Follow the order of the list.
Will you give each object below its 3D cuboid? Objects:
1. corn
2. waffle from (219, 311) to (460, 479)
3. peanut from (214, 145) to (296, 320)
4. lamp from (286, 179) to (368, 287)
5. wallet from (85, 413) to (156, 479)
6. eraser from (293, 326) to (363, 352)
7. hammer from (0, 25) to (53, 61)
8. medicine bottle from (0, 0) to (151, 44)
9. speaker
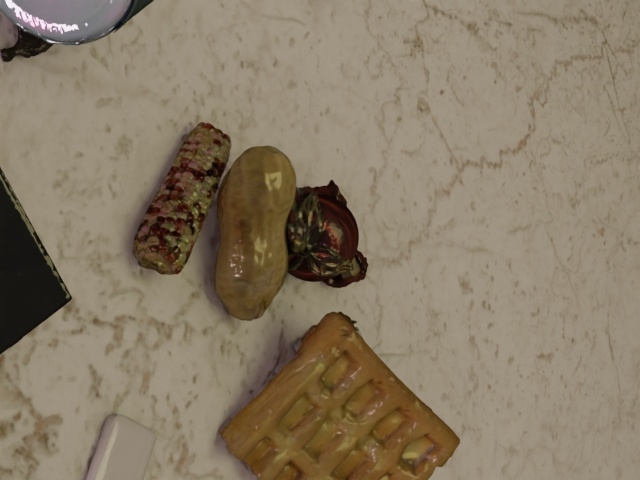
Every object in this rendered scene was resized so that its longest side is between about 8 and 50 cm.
[{"bbox_3d":[-0.208,-0.069,1.862,0.092,0.092,0.280,44,54,-35],"label":"corn"},{"bbox_3d":[0.040,0.330,1.984,0.304,0.077,0.348,-45,113,-6],"label":"waffle"},{"bbox_3d":[-0.109,-0.011,1.910,0.130,0.130,0.290,-9,110,-47],"label":"peanut"},{"bbox_3d":[0.008,0.000,2.046,0.223,0.151,0.215,-31,112,-47],"label":"lamp"},{"bbox_3d":[-0.303,0.353,1.753,0.095,0.033,0.190,37,59,-36],"label":"wallet"},{"bbox_3d":[0.049,0.253,2.078,0.068,0.124,0.210,-42,115,-41],"label":"eraser"},{"bbox_3d":[-0.452,-0.405,1.687,0.125,0.027,0.297,-32,108,-44],"label":"hammer"},{"bbox_3d":[-0.306,-0.427,1.660,0.245,0.245,0.290,66,26,-18],"label":"medicine bottle"},{"bbox_3d":[-0.473,0.028,1.444,0.184,0.254,0.232,-41,115,-41],"label":"speaker"}]
